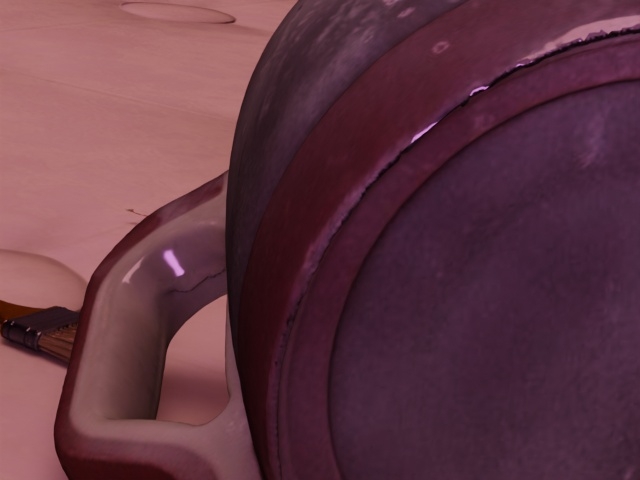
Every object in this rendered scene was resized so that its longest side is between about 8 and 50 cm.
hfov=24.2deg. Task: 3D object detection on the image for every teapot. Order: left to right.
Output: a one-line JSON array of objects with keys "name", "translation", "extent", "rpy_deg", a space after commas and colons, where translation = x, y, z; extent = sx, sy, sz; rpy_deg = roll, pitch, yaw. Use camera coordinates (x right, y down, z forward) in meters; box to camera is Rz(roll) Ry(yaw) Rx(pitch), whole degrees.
[{"name": "teapot", "translation": [0.036, 0.005, 0.584], "extent": [0.315, 0.233, 0.312], "rpy_deg": [-29, 25, 3]}]

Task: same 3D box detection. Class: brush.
[{"name": "brush", "translation": [-0.162, 0.034, 0.754], "extent": [0.170, 0.014, 0.043], "rpy_deg": [17, 17, 31]}]

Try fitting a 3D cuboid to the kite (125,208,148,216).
[{"name": "kite", "translation": [0.000, 0.001, 0.950], "extent": [0.222, 0.008, 0.125], "rpy_deg": [-1, 18, -26]}]
